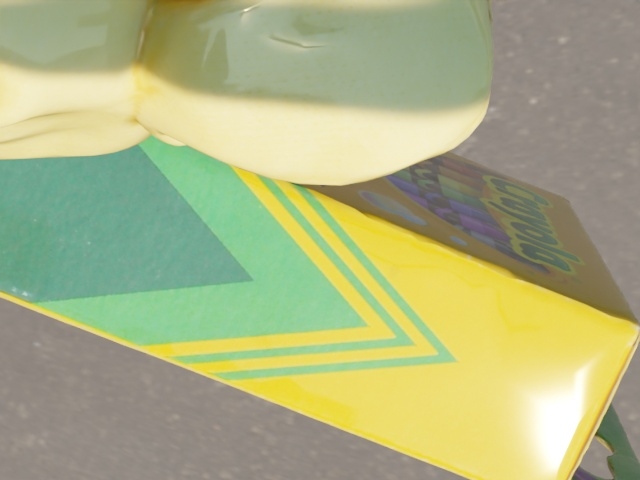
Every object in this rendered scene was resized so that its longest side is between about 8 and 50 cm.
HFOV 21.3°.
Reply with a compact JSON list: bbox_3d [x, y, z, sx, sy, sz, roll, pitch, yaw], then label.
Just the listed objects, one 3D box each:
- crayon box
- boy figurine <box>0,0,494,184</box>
[{"bbox_3d":[0.000,0.000,0.692,0.323,0.203,0.083,22,103,-5],"label":"crayon box"},{"bbox_3d":[-0.099,-0.067,0.431,0.285,0.177,0.092,3,81,11],"label":"boy figurine"}]
